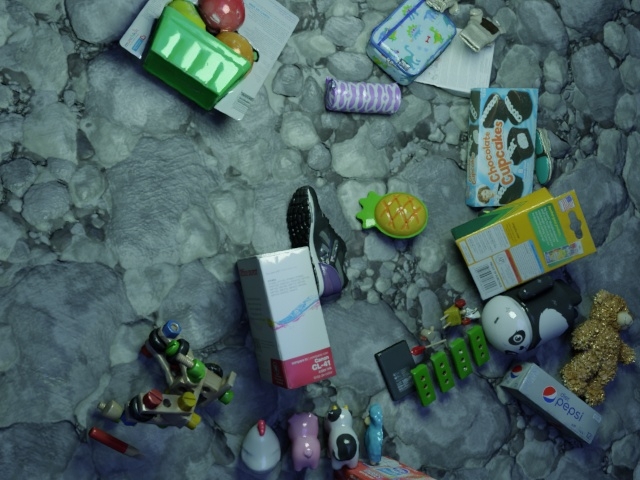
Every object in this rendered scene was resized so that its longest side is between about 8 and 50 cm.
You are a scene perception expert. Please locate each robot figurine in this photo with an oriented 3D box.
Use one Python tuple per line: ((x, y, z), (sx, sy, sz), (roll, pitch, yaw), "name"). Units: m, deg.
((0.574, 0.204, 1.909), (0.278, 0.173, 0.209), (-19, 93, -20), "robot figurine")

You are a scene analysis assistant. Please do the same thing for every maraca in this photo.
((0.188, -0.070, 1.835), (0.186, 0.099, 0.127), (10, 71, 6), "maraca")

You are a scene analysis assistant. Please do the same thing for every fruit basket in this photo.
((-0.259, -0.503, 1.696), (0.327, 0.165, 0.353), (32, 61, -15), "fruit basket")

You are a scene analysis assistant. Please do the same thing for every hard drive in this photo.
((0.208, 0.342, 1.849), (0.094, 0.022, 0.135), (-23, 94, -20), "hard drive")

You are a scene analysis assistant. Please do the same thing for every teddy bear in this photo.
((0.812, 0.313, 2.021), (0.245, 0.113, 0.338), (46, 73, -13), "teddy bear")

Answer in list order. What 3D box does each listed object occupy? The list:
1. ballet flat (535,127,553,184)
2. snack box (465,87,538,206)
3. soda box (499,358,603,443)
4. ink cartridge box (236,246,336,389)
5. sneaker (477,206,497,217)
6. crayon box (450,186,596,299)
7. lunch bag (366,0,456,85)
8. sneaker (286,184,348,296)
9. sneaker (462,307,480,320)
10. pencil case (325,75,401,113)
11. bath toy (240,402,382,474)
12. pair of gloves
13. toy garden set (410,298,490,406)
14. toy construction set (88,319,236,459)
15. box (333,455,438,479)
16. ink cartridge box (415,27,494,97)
((0.652, -0.246, 2.033), (0.052, 0.057, 0.168), (-8, 89, -30), "ballet flat")
((0.501, -0.257, 1.941), (0.187, 0.060, 0.322), (-4, 101, -19), "snack box")
((0.645, 0.449, 1.958), (0.286, 0.098, 0.091), (37, 76, -13), "soda box")
((-0.086, 0.177, 1.648), (0.131, 0.226, 0.306), (-11, 91, -20), "ink cartridge box")
((0.577, -0.033, 1.976), (0.300, 0.111, 0.121), (21, 54, -12), "sneaker")
((0.536, 0.001, 1.859), (0.323, 0.083, 0.203), (-24, 113, 10), "crayon box")
((0.239, -0.539, 1.878), (0.176, 0.090, 0.219), (44, 74, 3), "lunch bag")
((0.000, 0.000, 1.773), (0.124, 0.107, 0.283), (-9, 93, -35), "sneaker")
((0.397, 0.204, 1.926), (0.083, 0.032, 0.037), (-4, 65, -17), "sneaker")
((0.109, -0.379, 1.836), (0.206, 0.086, 0.088), (2, 62, -21), "pencil case")
((-0.021, 0.472, 1.701), (0.348, 0.151, 0.129), (-3, 112, -13), "bath toy")
((0.386, -0.620, 1.898), (0.240, 0.042, 0.204), (47, 41, 6), "pair of gloves")
((0.324, 0.287, 1.854), (0.244, 0.049, 0.204), (-29, 112, -24), "toy garden set")
((-0.327, 0.366, 1.573), (0.237, 0.257, 0.309), (39, 95, -26), "toy construction set")
((0.153, 0.616, 1.663), (0.154, 0.300, 0.142), (-1, 85, -21), "box")
((0.366, -0.502, 1.962), (0.225, 0.056, 0.181), (10, 83, 0), "ink cartridge box")
